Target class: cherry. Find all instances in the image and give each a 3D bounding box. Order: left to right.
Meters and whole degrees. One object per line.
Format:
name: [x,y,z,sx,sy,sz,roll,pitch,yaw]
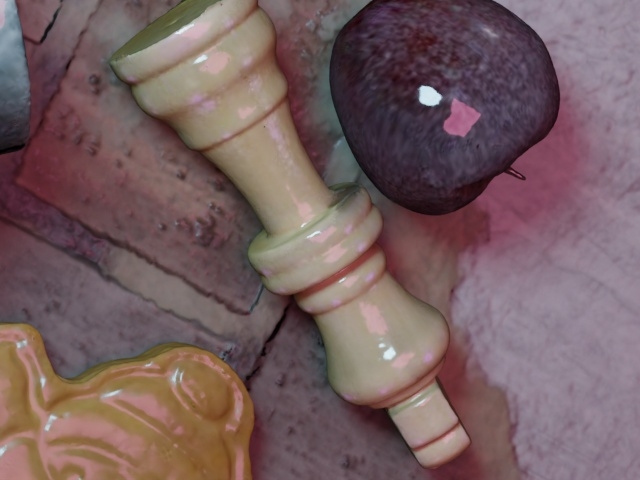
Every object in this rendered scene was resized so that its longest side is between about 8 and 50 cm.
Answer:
cherry: [0.093,-0.111,1.475,0.176,0.140,0.176,3,80,-16]

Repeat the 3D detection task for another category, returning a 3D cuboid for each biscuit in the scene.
biscuit: [-0.199,0.218,1.442,0.312,0.057,0.351,28,85,-20]

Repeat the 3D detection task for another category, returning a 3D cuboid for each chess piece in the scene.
chess piece: [0.000,0.000,1.469,0.117,0.117,0.397,-37,106,-13]

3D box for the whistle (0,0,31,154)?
whistle: [-0.320,-0.191,1.333,0.168,0.188,0.405,-14,64,-20]
